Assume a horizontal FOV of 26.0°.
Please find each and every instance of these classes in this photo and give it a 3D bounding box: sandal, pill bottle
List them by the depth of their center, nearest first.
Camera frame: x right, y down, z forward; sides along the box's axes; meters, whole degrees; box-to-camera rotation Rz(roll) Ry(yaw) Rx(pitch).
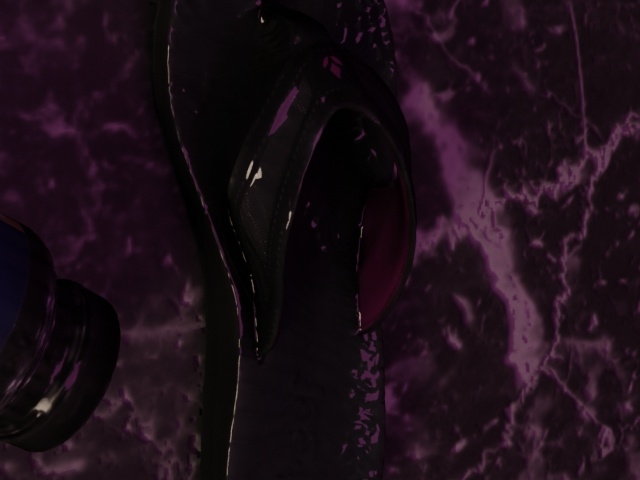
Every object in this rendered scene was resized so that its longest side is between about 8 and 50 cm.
[{"bbox_3d":[-0.212,0.026,0.694,0.219,0.123,0.122,33,79,-38],"label":"pill bottle"},{"bbox_3d":[0.002,0.001,0.863,0.168,0.107,0.445,-15,109,-35],"label":"sandal"}]
